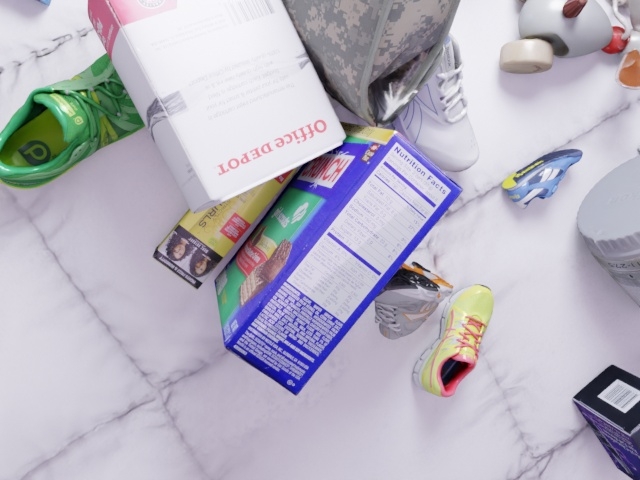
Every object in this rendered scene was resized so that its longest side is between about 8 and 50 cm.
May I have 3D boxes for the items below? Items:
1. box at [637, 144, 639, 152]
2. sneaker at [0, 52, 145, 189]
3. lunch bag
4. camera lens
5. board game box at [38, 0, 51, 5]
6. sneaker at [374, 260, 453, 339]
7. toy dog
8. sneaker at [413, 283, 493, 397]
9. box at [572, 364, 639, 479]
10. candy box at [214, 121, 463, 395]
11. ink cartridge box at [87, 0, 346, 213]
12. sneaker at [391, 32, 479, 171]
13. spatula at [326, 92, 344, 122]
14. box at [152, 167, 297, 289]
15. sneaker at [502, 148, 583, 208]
[{"bbox_3d":[0.645,-0.160,1.009,0.101,0.087,0.102,-44,105,-4],"label":"box"},{"bbox_3d":[-0.306,-0.167,0.756,0.295,0.123,0.109,-42,105,-5],"label":"sneaker"},{"bbox_3d":[0.046,-0.316,0.720,0.169,0.235,0.287,-23,143,-38],"label":"lunch bag"},{"bbox_3d":[0.595,0.012,0.954,0.274,0.219,0.219,42,87,-16],"label":"camera lens"},{"bbox_3d":[-0.429,-0.425,0.731,0.211,0.039,0.160,21,93,-15],"label":"board game box"},{"bbox_3d":[0.118,0.098,0.855,0.099,0.262,0.121,34,99,28],"label":"sneaker"},{"bbox_3d":[0.449,-0.340,0.896,0.333,0.161,0.220,-16,102,-11],"label":"toy dog"},{"bbox_3d":[0.239,0.173,0.956,0.081,0.094,0.209,27,90,-14],"label":"sneaker"},{"bbox_3d":[0.586,0.353,1.038,0.108,0.153,0.207,-38,104,-6],"label":"box"},{"bbox_3d":[0.000,0.000,0.773,0.122,0.268,0.317,38,92,-18],"label":"candy box"},{"bbox_3d":[-0.128,-0.202,0.723,0.207,0.117,0.283,-29,97,-26],"label":"ink cartridge box"},{"bbox_3d":[0.159,-0.230,0.850,0.111,0.129,0.297,-43,109,-24],"label":"sneaker"},{"bbox_3d":[-0.075,-0.197,0.866,0.242,0.019,0.168,-15,103,-7],"label":"spatula"},{"bbox_3d":[-0.139,-0.045,0.842,0.087,0.058,0.232,40,91,-15],"label":"box"},{"bbox_3d":[0.381,-0.107,0.972,0.144,0.053,0.059,-30,103,1],"label":"sneaker"}]
